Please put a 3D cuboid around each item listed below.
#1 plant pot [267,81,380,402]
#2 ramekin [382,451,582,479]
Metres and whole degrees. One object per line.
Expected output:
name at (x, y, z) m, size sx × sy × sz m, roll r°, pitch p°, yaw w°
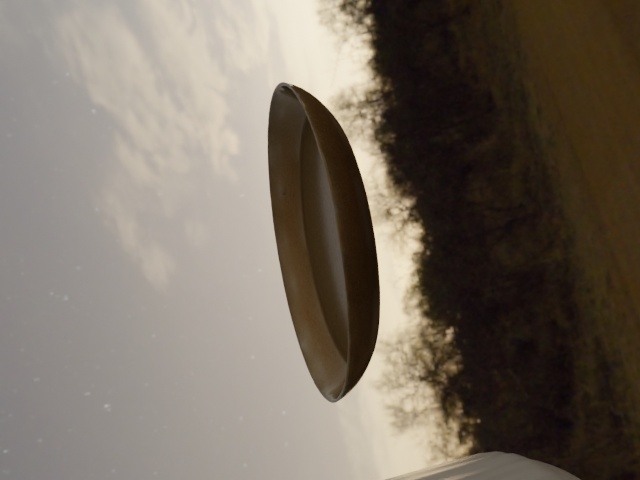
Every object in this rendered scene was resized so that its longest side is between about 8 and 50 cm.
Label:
plant pot at (0.000, 0.000, 0.565) m, size 0.236 × 0.032 × 0.237 m, roll 171°, pitch 90°, yaw -78°
ramekin at (0.085, 0.220, 0.325) m, size 0.273 × 0.127 × 0.273 m, roll 160°, pitch 90°, yaw -75°
